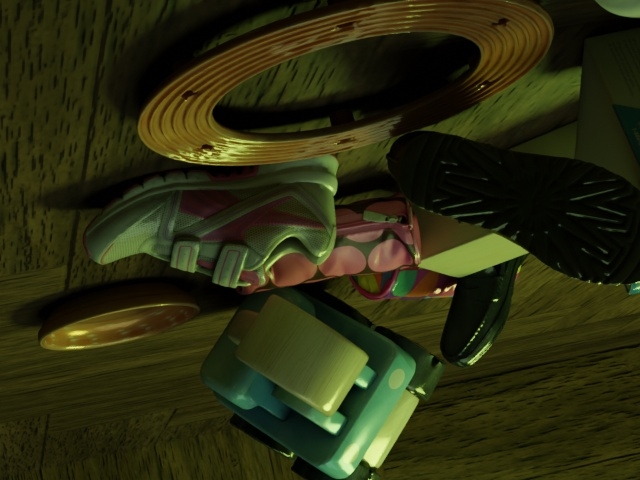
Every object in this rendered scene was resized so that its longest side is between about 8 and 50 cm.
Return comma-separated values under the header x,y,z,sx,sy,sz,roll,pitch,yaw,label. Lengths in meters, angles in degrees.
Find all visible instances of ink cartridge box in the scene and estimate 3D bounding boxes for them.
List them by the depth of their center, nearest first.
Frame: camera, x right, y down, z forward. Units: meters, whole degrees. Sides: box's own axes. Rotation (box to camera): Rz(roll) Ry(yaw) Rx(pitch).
x,y,z,sx,sy,sz,roll,pitch,yaw,label
0.361,-0.086,1.323,0.233,0.171,0.168,-12,143,-3,ink cartridge box

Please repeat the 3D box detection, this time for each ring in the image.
x,y,z,sx,sy,sz,roll,pitch,yaw,label
0.018,-0.131,1.200,0.336,0.032,0.336,-12,166,-3,ring

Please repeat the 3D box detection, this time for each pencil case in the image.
x,y,z,sx,sy,sz,roll,pitch,yaw,label
0.000,0.000,1.602,0.209,0.095,0.098,-12,176,0,pencil case
0.140,0.017,1.817,0.236,0.104,0.104,-4,164,-43,pencil case

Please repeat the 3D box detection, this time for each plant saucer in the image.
x,y,z,sx,sy,sz,roll,pitch,yaw,label
-0.248,0.091,1.850,0.200,0.037,0.200,-13,168,-3,plant saucer

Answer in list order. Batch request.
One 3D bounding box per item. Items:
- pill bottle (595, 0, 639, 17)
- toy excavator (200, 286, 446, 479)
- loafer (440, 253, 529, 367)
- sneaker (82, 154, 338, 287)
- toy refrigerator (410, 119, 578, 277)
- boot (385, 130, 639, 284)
x,y,z,sx,sy,sz,roll,pitch,yaw,label
0.235,-0.193,1.031,0.160,0.087,0.087,-3,164,-39,pill bottle
-0.033,0.153,1.820,0.433,0.222,0.445,26,173,47,toy excavator
0.188,0.038,1.752,0.078,0.223,0.076,23,-178,-40,loafer
-0.096,-0.007,1.423,0.252,0.111,0.103,-13,167,-3,sneaker
0.225,-0.050,1.626,0.269,0.094,0.102,-23,157,33,toy refrigerator
0.170,-0.042,1.319,0.236,0.089,0.269,24,-176,2,boot
